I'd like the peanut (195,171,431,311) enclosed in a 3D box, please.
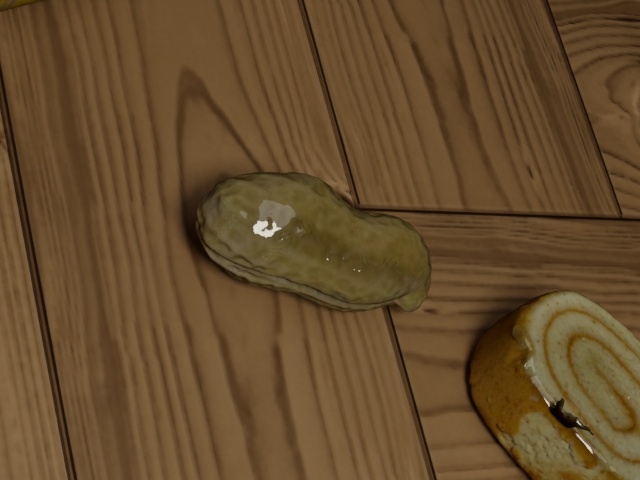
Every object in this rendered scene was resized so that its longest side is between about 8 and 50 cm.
[{"bbox_3d":[0.000,0.000,1.028,0.174,0.080,0.080,19,53,-28],"label":"peanut"}]

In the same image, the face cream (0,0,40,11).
[{"bbox_3d":[-0.175,-0.196,1.026,0.273,0.078,0.078,-24,77,-41],"label":"face cream"}]

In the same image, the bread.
[{"bbox_3d":[0.177,0.105,1.081,0.149,0.073,0.122,48,46,0],"label":"bread"}]
